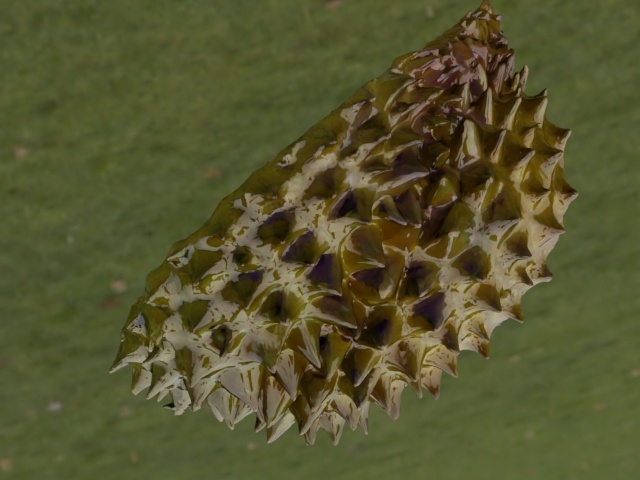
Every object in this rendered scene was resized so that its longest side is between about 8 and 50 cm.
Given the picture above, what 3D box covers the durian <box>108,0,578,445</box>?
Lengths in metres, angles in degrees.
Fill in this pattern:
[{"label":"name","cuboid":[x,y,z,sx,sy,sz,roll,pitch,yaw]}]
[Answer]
[{"label":"durian","cuboid":[0.002,0.008,0.843,0.186,0.153,0.260,6,126,-44]}]
